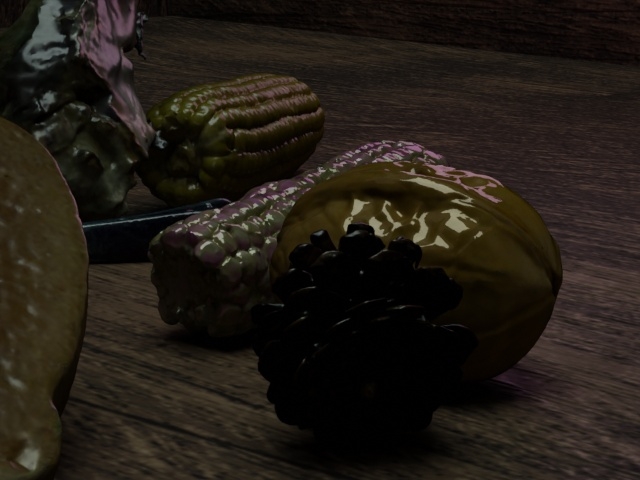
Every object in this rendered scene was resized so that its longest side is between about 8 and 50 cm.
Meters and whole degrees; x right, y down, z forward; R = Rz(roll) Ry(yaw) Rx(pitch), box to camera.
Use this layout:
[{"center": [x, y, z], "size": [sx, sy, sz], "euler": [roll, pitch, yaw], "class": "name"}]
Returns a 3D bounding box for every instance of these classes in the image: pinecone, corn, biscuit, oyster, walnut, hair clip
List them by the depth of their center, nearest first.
[{"center": [-0.273, 0.022, 0.961], "size": [0.287, 0.057, 0.344], "euler": [15, 39, -19], "class": "biscuit"}, {"center": [0.024, 0.054, 1.020], "size": [0.140, 0.140, 0.121], "euler": [-3, 44, -19], "class": "pinecone"}, {"center": [0.063, 0.021, 1.154], "size": [0.206, 0.159, 0.159], "euler": [12, 16, 22], "class": "walnut"}, {"center": [-0.001, -0.002, 1.331], "size": [0.126, 0.127, 0.335], "euler": [9, 17, 33], "class": "corn"}, {"center": [-0.202, -0.005, 1.490], "size": [0.275, 0.048, 0.083], "euler": [-3, 17, -11], "class": "hair clip"}, {"center": [-0.231, -0.162, 1.590], "size": [0.197, 0.337, 0.133], "euler": [12, -21, 7], "class": "oyster"}, {"center": [-0.084, -0.111, 1.776], "size": [0.131, 0.131, 0.344], "euler": [5, 14, 18], "class": "corn"}]
